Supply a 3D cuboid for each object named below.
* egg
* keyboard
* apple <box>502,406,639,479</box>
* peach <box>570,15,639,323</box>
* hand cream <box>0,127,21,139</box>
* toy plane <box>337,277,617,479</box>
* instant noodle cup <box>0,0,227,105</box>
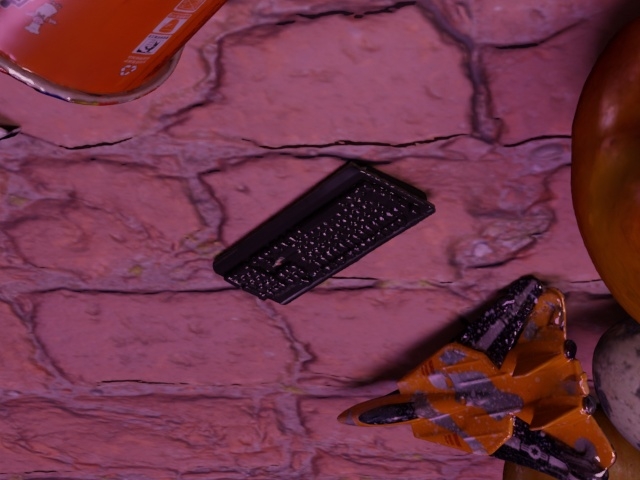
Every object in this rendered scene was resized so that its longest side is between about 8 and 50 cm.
[{"bbox_3d":[0.327,0.133,1.628,0.182,0.141,0.141,28,142,-20],"label":"egg"},{"bbox_3d":[0.000,0.000,1.566,0.094,0.025,0.230,25,143,-26],"label":"keyboard"},{"bbox_3d":[0.273,0.250,1.821,0.182,0.155,0.182,-8,146,-6],"label":"apple"},{"bbox_3d":[0.347,0.002,1.300,0.380,0.242,0.306,20,161,-32],"label":"peach"},{"bbox_3d":[-0.393,-0.119,1.383,0.121,0.076,0.336,-14,154,36],"label":"hand cream"},{"bbox_3d":[0.138,0.151,1.719,0.103,0.204,0.316,-21,-176,-37],"label":"toy plane"},{"bbox_3d":[-0.110,-0.229,1.017,0.192,0.250,0.250,-32,134,33],"label":"instant noodle cup"}]
